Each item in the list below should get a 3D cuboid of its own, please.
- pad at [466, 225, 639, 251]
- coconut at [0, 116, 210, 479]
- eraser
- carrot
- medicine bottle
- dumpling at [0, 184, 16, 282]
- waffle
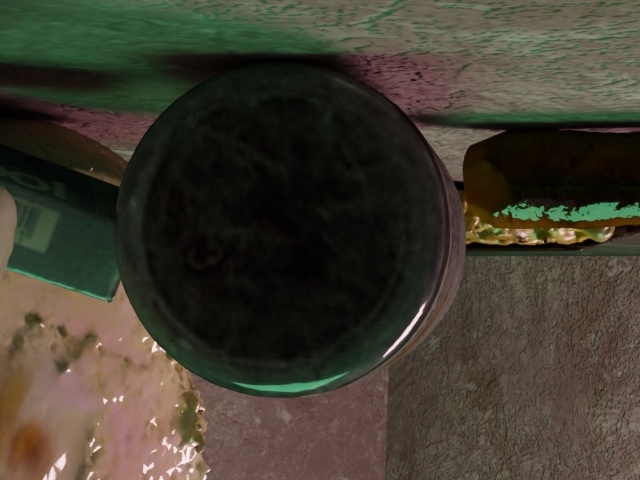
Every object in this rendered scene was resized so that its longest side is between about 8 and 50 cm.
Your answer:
[{"bbox_3d":[0.263,-0.009,1.572,0.220,0.004,0.330,0,-174,32],"label":"pad"},{"bbox_3d":[-0.302,0.105,0.923,0.404,0.405,0.404,2,178,0],"label":"coconut"},{"bbox_3d":[-0.203,-0.032,0.706,0.212,0.046,0.092,20,-169,-18],"label":"eraser"},{"bbox_3d":[0.242,-0.042,0.818,0.314,0.066,0.066,-2,176,22],"label":"carrot"},{"bbox_3d":[0.000,0.000,0.757,0.165,0.165,0.273,2,178,11],"label":"medicine bottle"},{"bbox_3d":[-0.234,0.106,0.504,0.318,0.187,0.243,-28,169,-11],"label":"dumpling"},{"bbox_3d":[0.139,-0.024,1.369,0.300,0.058,0.281,1,180,6],"label":"waffle"}]
